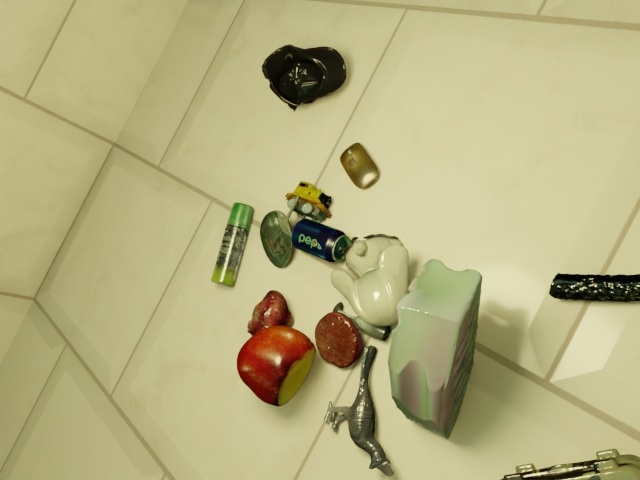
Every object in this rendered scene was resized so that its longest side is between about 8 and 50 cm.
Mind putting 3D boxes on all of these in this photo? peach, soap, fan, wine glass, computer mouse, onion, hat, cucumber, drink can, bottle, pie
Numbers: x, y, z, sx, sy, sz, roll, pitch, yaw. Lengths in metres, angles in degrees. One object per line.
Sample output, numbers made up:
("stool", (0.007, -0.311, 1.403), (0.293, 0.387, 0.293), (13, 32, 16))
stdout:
("peach", (-0.142, 0.389, 1.531), (0.246, 0.274, 0.248), (9, 67, -1))
("soap", (0.291, 0.299, 1.233), (0.156, 0.446, 0.261), (16, 44, 27))
("fan", (-0.142, -0.016, 1.792), (0.294, 0.012, 0.223), (-23, 74, 50))
("wine glass", (0.132, 0.258, 1.540), (0.198, 0.066, 0.066), (19, 85, 36))
("computer mouse", (0.136, -0.271, 1.732), (0.102, 0.045, 0.199), (-36, 57, 16))
("onion", (-0.168, 0.269, 1.697), (0.147, 0.184, 0.183), (24, 87, -4))
("hat", (-0.044, -0.647, 1.941), (0.337, 0.209, 0.237), (2, 95, 17))
("cucumber", (0.721, 0.113, 1.175), (0.300, 0.072, 0.072), (-2, 73, 34))
("drink can", (0.000, 0.000, 1.685), (0.205, 0.118, 0.118), (21, 86, 39))
("bottle", (-0.349, 0.015, 1.936), (0.093, 0.093, 0.329), (6, 78, 36))
("pie", (0.055, 0.317, 1.543), (0.183, 0.050, 0.182), (7, 101, 38))

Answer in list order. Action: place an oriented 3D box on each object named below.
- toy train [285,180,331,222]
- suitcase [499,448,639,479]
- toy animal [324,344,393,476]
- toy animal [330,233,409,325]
("toy train", (-0.038, -0.143, 1.782), (0.219, 0.089, 0.127), (21, 76, 39))
("suitcase", (0.571, 0.644, 1.020), (0.352, 0.194, 0.339), (-26, 67, 27))
("toy animal", (0.107, 0.518, 1.455), (0.206, 0.081, 0.366), (-26, 53, 30))
("toy animal", (0.174, 0.109, 1.490), (0.249, 0.174, 0.289), (-50, 52, 11))
